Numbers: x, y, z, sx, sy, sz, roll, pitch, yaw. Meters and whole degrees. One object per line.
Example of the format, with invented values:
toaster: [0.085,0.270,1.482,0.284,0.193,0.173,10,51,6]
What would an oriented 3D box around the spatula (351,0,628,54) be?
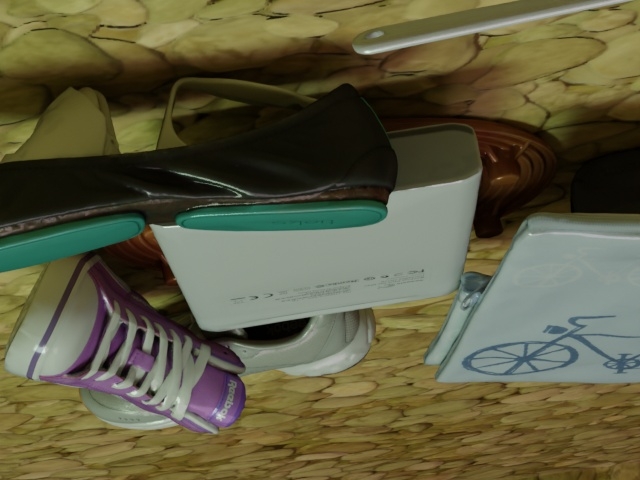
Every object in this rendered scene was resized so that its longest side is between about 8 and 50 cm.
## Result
spatula: [0.133,-0.134,0.793,0.242,0.019,0.168,-9,-152,11]

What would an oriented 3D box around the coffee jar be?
coffee jar: [0.244,-0.012,1.355,0.096,0.079,0.184,-13,164,13]

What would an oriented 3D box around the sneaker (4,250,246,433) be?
sneaker: [-0.131,0.082,1.328,0.161,0.102,0.282,25,178,7]

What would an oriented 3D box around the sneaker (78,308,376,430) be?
sneaker: [-0.092,0.081,1.501,0.262,0.099,0.121,-20,156,10]

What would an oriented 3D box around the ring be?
ring: [0.006,-0.017,1.289,0.337,0.032,0.336,-9,164,-3]

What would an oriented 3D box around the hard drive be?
hard drive: [0.000,0.000,1.210,0.203,0.040,0.307,-9,165,0]

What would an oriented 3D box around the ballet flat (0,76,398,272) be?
ballet flat: [-0.097,-0.040,1.014,0.280,0.096,0.095,-7,169,-12]

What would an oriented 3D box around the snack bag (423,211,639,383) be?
snack bag: [0.258,0.042,1.313,0.323,0.037,0.342,1,158,-6]
